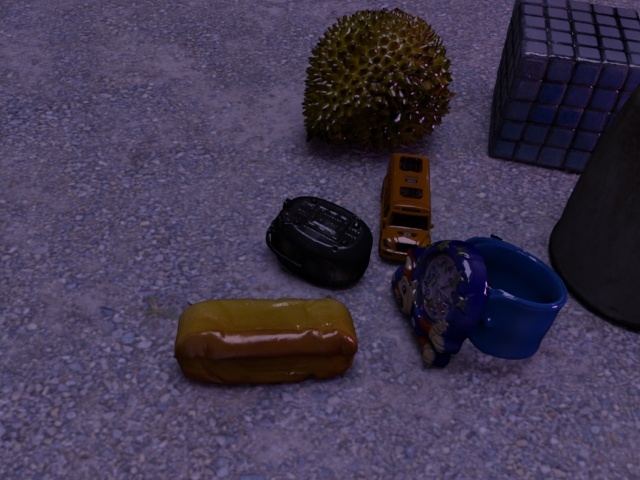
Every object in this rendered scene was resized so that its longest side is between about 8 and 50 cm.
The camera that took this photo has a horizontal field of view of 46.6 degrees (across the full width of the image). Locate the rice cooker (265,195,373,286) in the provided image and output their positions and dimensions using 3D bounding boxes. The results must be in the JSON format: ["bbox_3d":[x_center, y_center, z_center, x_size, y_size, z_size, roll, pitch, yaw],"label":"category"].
[{"bbox_3d":[0.000,0.000,1.140,0.165,0.106,0.112,28,51,7],"label":"rice cooker"}]

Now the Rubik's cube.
[{"bbox_3d":[0.455,-0.294,1.388,0.237,0.237,0.238,9,44,5],"label":"Rubik's cube"}]

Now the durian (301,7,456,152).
[{"bbox_3d":[0.100,-0.283,1.345,0.293,0.258,0.258,-12,47,-10],"label":"durian"}]

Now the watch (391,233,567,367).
[{"bbox_3d":[0.233,0.077,1.060,0.200,0.171,0.196,7,41,-20],"label":"watch"}]

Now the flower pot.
[{"bbox_3d":[0.527,-0.068,1.104,0.293,0.330,0.294,2,46,-2],"label":"flower pot"}]

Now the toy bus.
[{"bbox_3d":[0.142,-0.056,1.219,0.083,0.088,0.194,7,44,0],"label":"toy bus"}]

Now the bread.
[{"bbox_3d":[-0.073,0.138,0.997,0.245,0.102,0.094,0,38,-8],"label":"bread"}]
